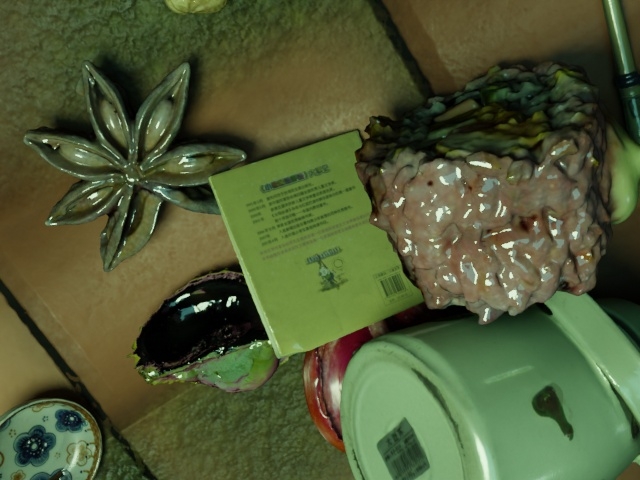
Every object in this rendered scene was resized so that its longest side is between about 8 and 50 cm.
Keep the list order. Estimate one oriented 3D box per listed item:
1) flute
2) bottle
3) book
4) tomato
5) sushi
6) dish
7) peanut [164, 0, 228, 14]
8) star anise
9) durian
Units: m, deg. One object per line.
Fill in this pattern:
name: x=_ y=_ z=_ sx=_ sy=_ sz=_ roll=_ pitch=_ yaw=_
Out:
flute: x=0.298 y=-0.200 z=0.772 sx=0.027 sy=0.027 sz=0.233 roll=-18 pitch=105 yaw=4
bottle: x=0.220 y=0.151 z=0.738 sx=0.352 sy=0.229 sz=0.229 roll=-10 pitch=108 yaw=-30
book: x=0.000 y=0.000 z=0.766 sx=0.168 sy=0.013 sz=0.192 roll=-20 pitch=84 yaw=-20
tomato: x=0.052 y=0.138 z=0.831 sx=0.189 sy=0.099 sz=0.173 roll=-15 pitch=93 yaw=-34
sushi: x=0.166 y=-0.048 z=0.688 sx=0.237 sy=0.270 sz=0.170 roll=-14 pitch=110 yaw=16
dish: x=-0.325 y=0.234 z=0.862 sx=0.141 sy=0.078 sz=0.141 roll=-9 pitch=104 yaw=-42
peanut: x=-0.098 y=-0.251 z=0.741 sx=0.113 sy=0.054 sz=0.053 roll=-26 pitch=104 yaw=6
star anise: x=-0.191 y=-0.086 z=0.772 sx=0.212 sy=0.073 sz=0.196 roll=-25 pitch=108 yaw=3
durian: x=-0.100 y=0.104 z=0.829 sx=0.187 sy=0.119 sz=0.108 roll=-17 pitch=142 yaw=7
